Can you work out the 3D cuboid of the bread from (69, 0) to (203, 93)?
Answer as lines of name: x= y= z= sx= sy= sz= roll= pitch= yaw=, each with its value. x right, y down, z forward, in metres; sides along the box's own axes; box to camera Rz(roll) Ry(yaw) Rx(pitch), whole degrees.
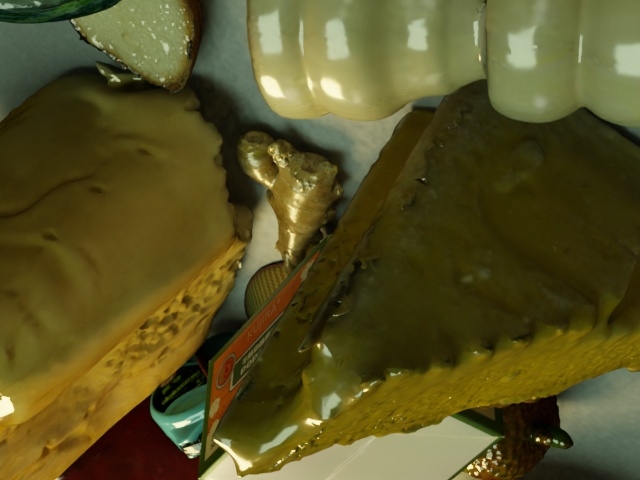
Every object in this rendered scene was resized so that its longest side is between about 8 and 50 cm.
bread: x=-0.142 y=-0.187 z=1.113 sx=0.126 sy=0.044 sz=0.129 roll=32 pitch=147 yaw=9

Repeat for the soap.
soap: x=0.136 y=0.083 z=0.994 sx=0.304 sy=0.338 sz=0.169 roll=35 pitch=145 yaw=-5

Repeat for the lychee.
lychee: x=0.157 y=0.157 z=1.264 sx=0.146 sy=0.114 sz=0.114 roll=17 pitch=146 yaw=46

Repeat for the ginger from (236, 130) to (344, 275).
ginger: x=0.000 y=0.000 z=1.225 sx=0.193 sy=0.052 sz=0.176 roll=25 pitch=131 yaw=2

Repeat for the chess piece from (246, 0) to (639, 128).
chess piece: x=0.118 y=-0.146 z=0.910 sx=0.300 sy=0.167 sz=0.167 roll=7 pitch=139 yaw=17

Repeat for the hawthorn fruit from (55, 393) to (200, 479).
hawthorn fruit: x=-0.194 y=0.266 z=1.494 sx=0.285 sy=0.284 sz=0.369 roll=-9 pitch=126 yaw=41

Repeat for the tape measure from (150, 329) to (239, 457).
tape measure: x=-0.102 y=0.148 z=1.389 sx=0.081 sy=0.125 sz=0.146 roll=52 pitch=180 yaw=-25

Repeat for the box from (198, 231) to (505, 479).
box: x=0.024 y=0.128 z=1.201 sx=0.177 sy=0.148 sz=0.195 roll=27 pitch=129 yaw=-21

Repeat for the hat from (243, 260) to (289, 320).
hat: x=-0.002 y=0.114 z=1.344 sx=0.193 sy=0.082 sz=0.193 roll=19 pitch=144 yaw=15

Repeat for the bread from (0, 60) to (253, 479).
bread: x=-0.275 y=0.051 z=1.223 sx=0.250 sy=0.394 sz=0.361 roll=41 pitch=149 yaw=11

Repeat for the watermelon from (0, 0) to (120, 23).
watermelon: x=-0.233 y=-0.228 z=1.021 sx=0.207 sy=0.136 sz=0.202 roll=8 pitch=131 yaw=22
